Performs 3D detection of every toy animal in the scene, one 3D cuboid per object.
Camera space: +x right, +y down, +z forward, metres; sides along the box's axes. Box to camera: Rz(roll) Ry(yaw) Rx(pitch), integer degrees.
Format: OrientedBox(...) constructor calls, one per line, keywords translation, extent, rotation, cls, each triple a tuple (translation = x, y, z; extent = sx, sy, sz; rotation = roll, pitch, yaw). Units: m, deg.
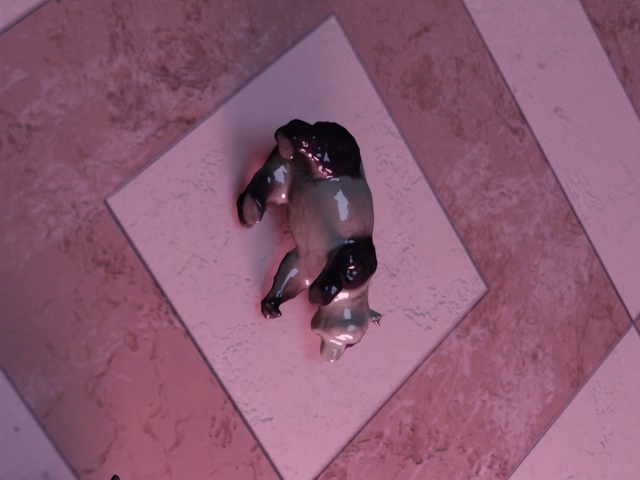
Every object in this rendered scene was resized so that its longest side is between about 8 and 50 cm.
OrientedBox(translation=(0.000, 0.000, 1.445), extent=(0.121, 0.094, 0.225), rotation=(-14, 92, -49), cls="toy animal")

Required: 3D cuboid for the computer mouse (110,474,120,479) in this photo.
OrientedBox(translation=(-0.189, 0.367, 1.207), extent=(0.188, 0.122, 0.370), rotation=(21, 67, -56), cls="computer mouse")
